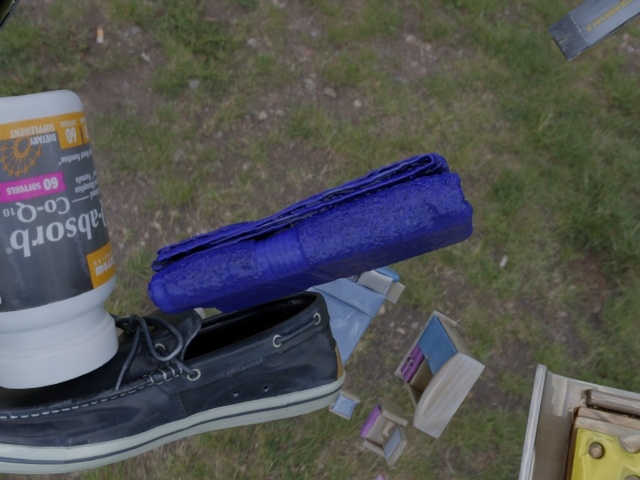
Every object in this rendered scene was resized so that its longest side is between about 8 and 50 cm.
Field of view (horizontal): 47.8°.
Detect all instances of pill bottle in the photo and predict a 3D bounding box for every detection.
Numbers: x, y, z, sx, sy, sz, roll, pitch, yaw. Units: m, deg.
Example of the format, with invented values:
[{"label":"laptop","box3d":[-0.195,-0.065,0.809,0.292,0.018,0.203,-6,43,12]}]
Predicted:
[{"label":"pill bottle","box3d":[-0.298,-0.004,0.732,0.162,0.162,0.278,-14,106,-20]}]

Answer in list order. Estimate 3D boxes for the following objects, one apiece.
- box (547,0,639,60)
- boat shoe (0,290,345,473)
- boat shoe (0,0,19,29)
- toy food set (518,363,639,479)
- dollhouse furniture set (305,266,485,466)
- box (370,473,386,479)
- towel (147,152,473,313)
[{"label":"box","box3d":[0.439,-0.341,0.985,0.231,0.183,0.056,-33,89,-45]},{"label":"boat shoe","box3d":[-0.193,0.149,0.852,0.500,0.187,0.156,-6,101,-30]},{"label":"boat shoe","box3d":[-0.263,-0.290,0.652,0.073,0.080,0.223,39,104,-5]},{"label":"toy food set","box3d":[0.318,0.244,0.618,0.306,0.092,0.219,12,74,4]},{"label":"dollhouse furniture set","box3d":[0.053,0.189,1.164,0.303,0.198,0.286,29,100,-8]},{"label":"box","box3d":[0.011,0.409,0.790,0.142,0.300,0.154,42,43,7]},{"label":"towel","box3d":[0.000,0.000,0.744,0.308,0.227,0.076,-17,82,9]}]
